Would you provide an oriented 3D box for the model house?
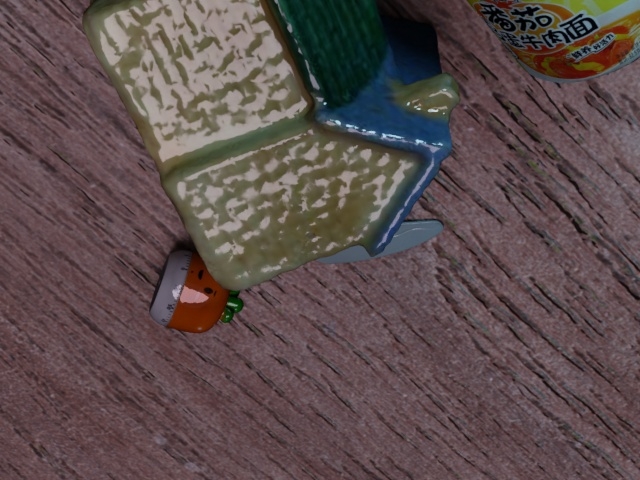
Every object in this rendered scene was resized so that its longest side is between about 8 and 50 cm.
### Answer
[{"bbox_3d":[-0.034,-0.210,1.975,0.342,0.335,0.382,-21,121,13],"label":"model house"}]

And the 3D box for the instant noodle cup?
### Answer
[{"bbox_3d":[0.259,-0.310,1.865,0.264,0.264,0.200,-16,137,23],"label":"instant noodle cup"}]

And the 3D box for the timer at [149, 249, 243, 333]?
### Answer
[{"bbox_3d":[-0.167,0.077,2.381,0.136,0.099,0.136,14,148,9],"label":"timer"}]

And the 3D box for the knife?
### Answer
[{"bbox_3d":[0.000,0.002,2.330,0.331,0.044,0.080,1,131,4],"label":"knife"}]
